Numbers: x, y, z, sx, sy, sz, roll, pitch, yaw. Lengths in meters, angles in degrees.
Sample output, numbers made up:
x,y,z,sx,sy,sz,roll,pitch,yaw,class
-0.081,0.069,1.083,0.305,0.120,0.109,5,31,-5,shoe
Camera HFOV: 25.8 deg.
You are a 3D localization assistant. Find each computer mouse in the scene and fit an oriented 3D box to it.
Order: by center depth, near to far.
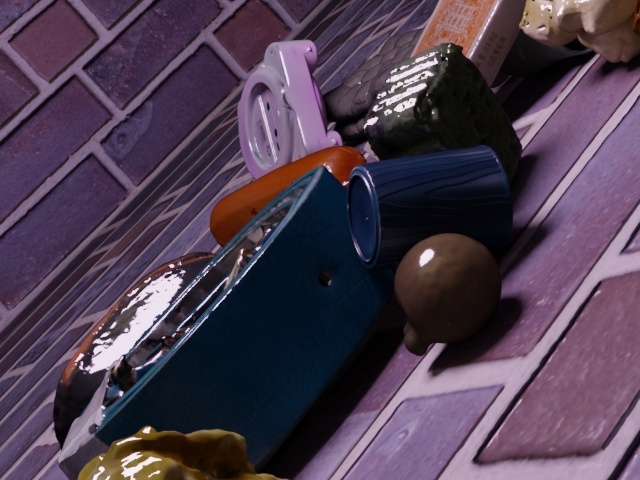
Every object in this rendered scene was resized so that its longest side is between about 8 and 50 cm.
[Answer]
x,y,z,sx,sy,sz,roll,pitch,yaw,class
-0.200,0.147,1.685,0.116,0.183,0.323,15,52,43,computer mouse

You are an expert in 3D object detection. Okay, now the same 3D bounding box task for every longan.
x,y,z,sx,sy,sz,roll,pitch,yaw,class
0.112,0.051,1.292,0.119,0.106,0.106,-59,12,5,longan

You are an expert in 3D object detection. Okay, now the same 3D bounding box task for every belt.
x,y,z,sx,sy,sz,roll,pitch,yaw,class
-0.088,0.117,1.480,0.436,0.173,0.300,-46,7,-28,belt

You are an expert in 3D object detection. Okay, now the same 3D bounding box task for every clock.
x,y,z,sx,sy,sz,roll,pitch,yaw,class
-0.061,-0.189,2.303,0.090,0.228,0.248,-8,-15,-24,clock

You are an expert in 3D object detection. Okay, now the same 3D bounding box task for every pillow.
x,y,z,sx,sy,sz,roll,pitch,yaw,class
0.135,-0.264,2.237,0.228,0.101,0.326,-45,15,-20,pillow

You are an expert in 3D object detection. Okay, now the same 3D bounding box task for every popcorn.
x,y,z,sx,sy,sz,roll,pitch,yaw,class
-0.118,0.253,1.068,0.259,0.212,0.259,-42,19,18,popcorn

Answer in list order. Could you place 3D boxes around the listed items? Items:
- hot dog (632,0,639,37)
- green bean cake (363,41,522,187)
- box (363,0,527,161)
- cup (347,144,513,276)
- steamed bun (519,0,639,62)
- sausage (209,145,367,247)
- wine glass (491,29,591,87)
x,y,z,sx,sy,sz,roll,pitch,yaw,class
0.418,-0.275,1.423,0.175,0.114,0.259,-47,15,-27,hot dog
0.143,-0.109,1.546,0.094,0.181,0.173,-22,22,33,green bean cake
0.182,-0.250,1.818,0.365,0.051,0.204,-63,19,7,box
0.110,-0.020,1.382,0.138,0.113,0.150,-8,42,-15,cup
0.327,-0.273,1.629,0.177,0.106,0.192,9,37,44,steamed bun
-0.059,-0.065,2.150,0.348,0.094,0.097,-26,24,48,sausage
0.274,-0.267,1.839,0.103,0.103,0.231,-47,16,-21,wine glass
